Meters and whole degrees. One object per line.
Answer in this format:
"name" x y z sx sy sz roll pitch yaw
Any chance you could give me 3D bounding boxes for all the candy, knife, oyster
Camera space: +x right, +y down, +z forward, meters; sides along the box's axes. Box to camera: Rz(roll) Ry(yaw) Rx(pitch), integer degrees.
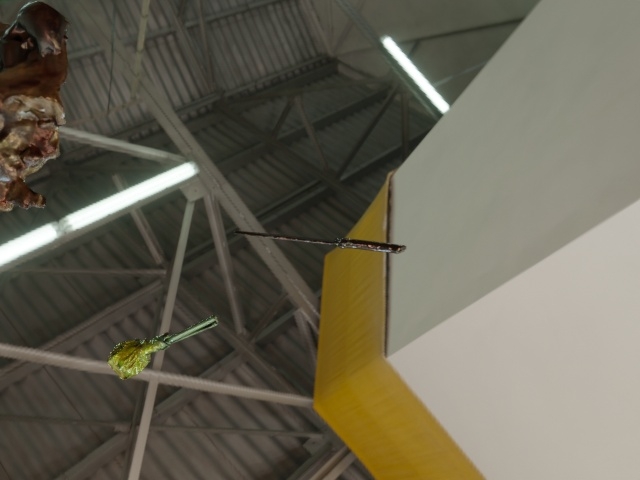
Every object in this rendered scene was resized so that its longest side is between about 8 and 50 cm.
"candy" -0.309 0.200 1.136 0.073 0.261 0.077 62 -160 -7
"knife" 0.000 0.000 0.562 0.170 0.023 0.010 5 -85 1
"oyster" -0.425 -0.156 0.624 0.360 0.096 0.222 6 -101 19
